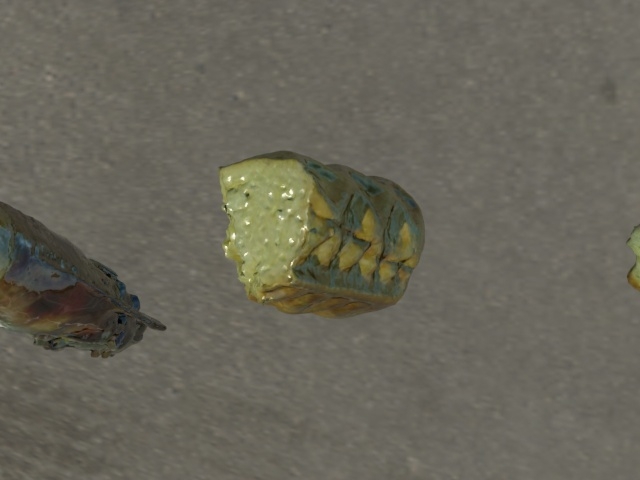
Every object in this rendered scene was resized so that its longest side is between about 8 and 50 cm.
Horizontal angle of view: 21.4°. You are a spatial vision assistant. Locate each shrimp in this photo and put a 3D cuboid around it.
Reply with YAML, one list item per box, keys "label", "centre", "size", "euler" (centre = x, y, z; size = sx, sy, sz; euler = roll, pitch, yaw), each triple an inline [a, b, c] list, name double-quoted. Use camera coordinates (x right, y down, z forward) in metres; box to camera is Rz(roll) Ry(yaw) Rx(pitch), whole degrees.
- label: "shrimp"
  centre: [-0.264, 0.021, 1.109]
  size: [0.365, 0.233, 0.071]
  euler: [31, 59, -56]

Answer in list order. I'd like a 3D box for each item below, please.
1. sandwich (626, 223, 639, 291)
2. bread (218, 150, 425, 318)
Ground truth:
- label: "sandwich"
  centre: [0.221, -0.019, 0.574]
  size: [0.244, 0.090, 0.088]
  euler: [-27, 67, -15]
- label: "bread"
  centre: [0.000, 0.000, 0.674]
  size: [0.066, 0.060, 0.110]
  euler: [-50, 153, 15]
